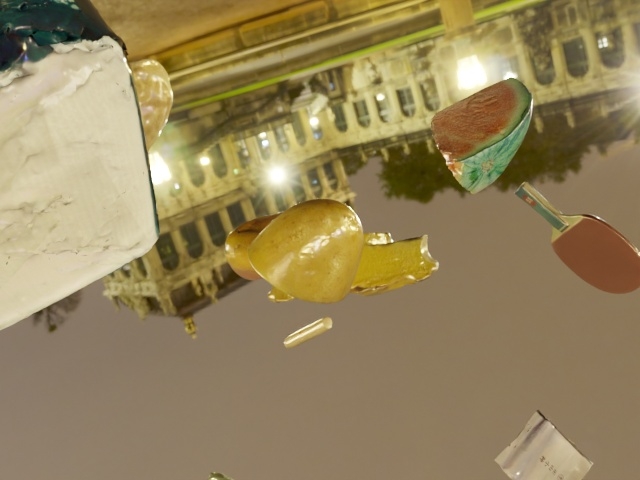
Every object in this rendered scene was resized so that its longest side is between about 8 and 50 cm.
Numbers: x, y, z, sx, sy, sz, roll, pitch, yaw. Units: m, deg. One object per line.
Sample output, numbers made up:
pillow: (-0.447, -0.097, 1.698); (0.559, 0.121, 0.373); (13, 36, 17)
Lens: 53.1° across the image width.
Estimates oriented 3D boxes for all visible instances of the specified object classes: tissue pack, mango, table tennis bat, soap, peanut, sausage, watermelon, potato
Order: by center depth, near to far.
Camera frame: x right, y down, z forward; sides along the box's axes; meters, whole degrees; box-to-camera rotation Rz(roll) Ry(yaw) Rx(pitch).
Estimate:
tissue pack: (-0.330, -0.150, 0.518); (0.253, 0.416, 0.264); (-29, 155, -20)
watermelon: (0.263, -0.160, 0.964); (0.146, 0.128, 0.231); (-33, -153, 22)
sausage: (-0.023, 0.158, 1.088); (0.024, 0.024, 0.132); (-28, 175, -41)
peanut: (-0.349, -0.164, 1.092); (0.153, 0.140, 0.325); (1, 131, -54)
potato: (0.000, 0.000, 1.111); (0.158, 0.203, 0.178); (-55, -159, 27)
table tennis bat: (0.467, -0.007, 1.168); (0.021, 0.274, 0.154); (-41, 169, -26)
mango: (-0.100, 0.008, 1.379); (0.236, 0.136, 0.166); (-12, 175, -42)
soap: (0.077, 0.063, 1.608); (0.304, 0.169, 0.339); (-18, 170, 41)

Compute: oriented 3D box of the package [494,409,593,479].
package: (0.653, 0.646, 1.876); (0.204, 0.251, 0.062); (-47, -173, -10)

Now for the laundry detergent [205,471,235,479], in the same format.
laundry detergent: (-0.179, 0.495, 0.971); (0.143, 0.094, 0.290); (-21, -138, 34)
